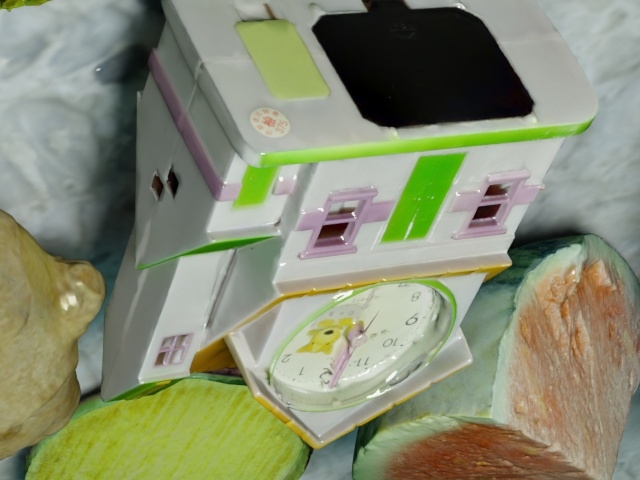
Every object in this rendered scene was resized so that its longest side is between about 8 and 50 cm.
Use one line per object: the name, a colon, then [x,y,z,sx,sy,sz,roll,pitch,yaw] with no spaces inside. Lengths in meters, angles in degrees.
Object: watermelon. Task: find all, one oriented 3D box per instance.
watermelon: [0.128,0.094,1.346,0.256,0.176,0.260,-46,143,-3]

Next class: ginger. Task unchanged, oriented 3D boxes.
ginger: [-0.251,0.032,1.178,0.190,0.126,0.354,-22,144,18]

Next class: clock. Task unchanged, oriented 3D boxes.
clock: [0.000,0.000,1.183,0.235,0.166,0.309,-7,142,-28]

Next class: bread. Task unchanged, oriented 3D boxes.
bread: [-0.114,0.162,1.464,0.228,0.033,0.228,-12,143,-9]

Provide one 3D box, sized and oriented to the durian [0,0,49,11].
durian: [-0.124,-0.193,1.000,0.355,0.157,0.169,-14,177,-4]
